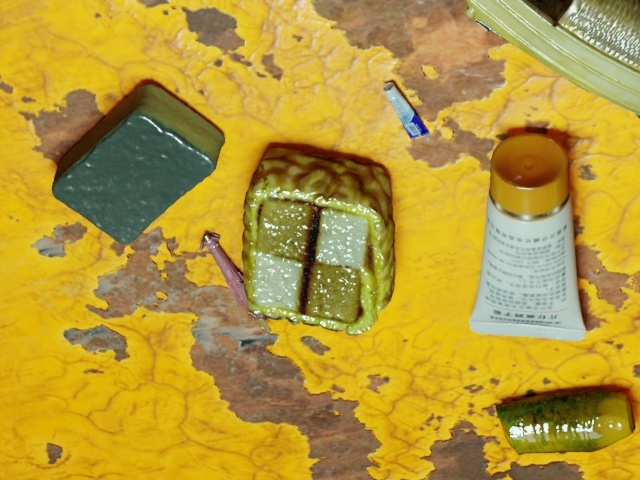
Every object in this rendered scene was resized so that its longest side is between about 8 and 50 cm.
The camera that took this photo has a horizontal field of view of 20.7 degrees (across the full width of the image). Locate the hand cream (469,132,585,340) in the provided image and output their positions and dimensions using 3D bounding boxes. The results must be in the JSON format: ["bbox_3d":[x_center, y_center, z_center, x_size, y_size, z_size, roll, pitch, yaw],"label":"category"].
[{"bbox_3d":[0.244,0.017,2.005,0.139,0.089,0.314,6,138,8],"label":"hand cream"}]

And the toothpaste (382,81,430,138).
[{"bbox_3d":[0.092,-0.141,1.935,0.024,0.015,0.083,-17,133,24],"label":"toothpaste"}]

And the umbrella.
[{"bbox_3d":[-0.102,0.052,2.148,0.027,0.025,0.165,-1,133,39],"label":"umbrella"}]

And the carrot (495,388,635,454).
[{"bbox_3d":[0.305,0.229,2.192,0.173,0.082,0.082,-11,129,17],"label":"carrot"}]

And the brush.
[{"bbox_3d":[-0.212,-0.085,2.017,0.123,0.059,0.197,34,130,-22],"label":"brush"}]

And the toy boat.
[{"bbox_3d":[0.288,-0.215,1.769,0.310,0.089,0.115,29,146,-14],"label":"toy boat"}]

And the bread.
[{"bbox_3d":[0.000,0.000,2.029,0.181,0.096,0.222,7,132,5],"label":"bread"}]
